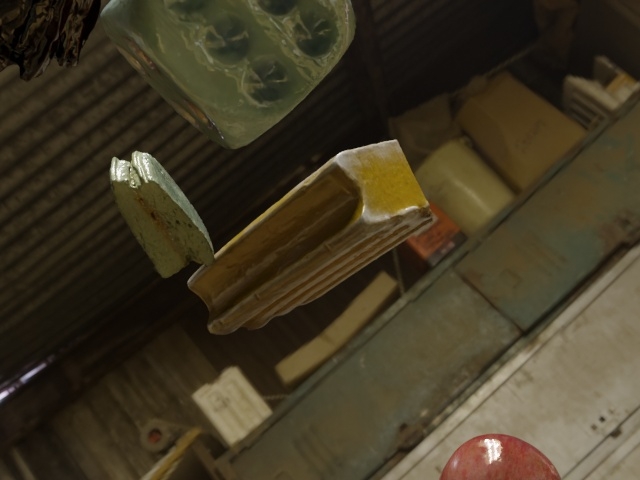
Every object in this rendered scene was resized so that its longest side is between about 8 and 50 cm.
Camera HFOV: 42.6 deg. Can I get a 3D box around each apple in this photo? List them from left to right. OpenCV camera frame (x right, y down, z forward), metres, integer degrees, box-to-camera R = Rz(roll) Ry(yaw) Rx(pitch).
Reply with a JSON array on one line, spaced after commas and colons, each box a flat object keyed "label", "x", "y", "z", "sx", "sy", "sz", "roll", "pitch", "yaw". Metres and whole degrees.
[{"label": "apple", "x": 0.212, "y": 0.313, "z": 0.978, "sx": 0.153, "sy": 0.153, "sz": 0.120, "roll": -58, "pitch": -1, "yaw": 34}]

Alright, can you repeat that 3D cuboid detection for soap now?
[{"label": "soap", "x": 0.000, "y": 0.000, "z": 0.723, "sx": 0.140, "sy": 0.073, "sz": 0.232, "roll": -20, "pitch": -12, "yaw": -46}]

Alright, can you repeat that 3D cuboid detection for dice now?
[{"label": "dice", "x": -0.131, "y": -0.309, "z": 1.170, "sx": 0.264, "sy": 0.268, "sz": 0.262, "roll": -46, "pitch": 18, "yaw": -7}]

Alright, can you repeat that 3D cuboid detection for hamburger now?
[{"label": "hamburger", "x": -0.144, "y": -0.032, "z": 0.716, "sx": 0.054, "sy": 0.084, "sz": 0.121, "roll": -30, "pitch": -55, "yaw": 5}]

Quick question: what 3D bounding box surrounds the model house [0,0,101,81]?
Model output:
[{"label": "model house", "x": -0.347, "y": -0.325, "z": 0.888, "sx": 0.282, "sy": 0.297, "sz": 0.317, "roll": -24, "pitch": 22, "yaw": 5}]
